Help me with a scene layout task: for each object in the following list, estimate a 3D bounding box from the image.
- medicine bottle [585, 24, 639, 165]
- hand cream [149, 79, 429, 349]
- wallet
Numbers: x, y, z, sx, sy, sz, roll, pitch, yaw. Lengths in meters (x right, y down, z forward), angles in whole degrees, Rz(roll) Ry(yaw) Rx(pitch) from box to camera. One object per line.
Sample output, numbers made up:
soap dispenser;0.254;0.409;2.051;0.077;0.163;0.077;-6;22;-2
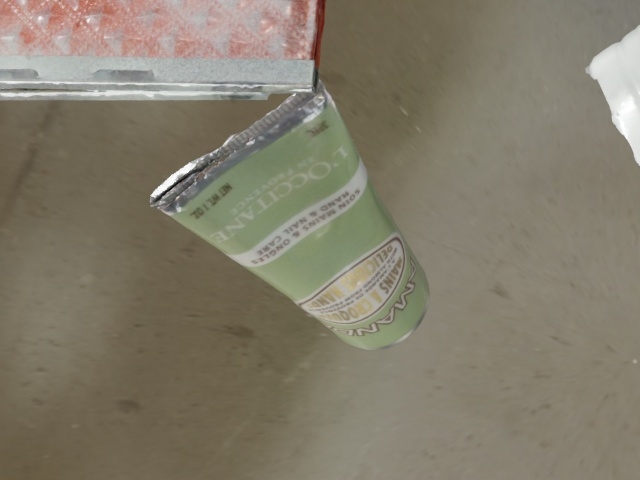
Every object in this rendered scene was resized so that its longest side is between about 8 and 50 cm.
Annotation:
medicine bottle;0.360;-0.128;1.082;0.332;0.190;0.190;-33;81;18
hand cream;0.000;0.000;0.788;0.086;0.235;0.055;-37;64;2
wallet;-0.094;-0.091;0.588;0.196;0.020;0.103;1;57;7
